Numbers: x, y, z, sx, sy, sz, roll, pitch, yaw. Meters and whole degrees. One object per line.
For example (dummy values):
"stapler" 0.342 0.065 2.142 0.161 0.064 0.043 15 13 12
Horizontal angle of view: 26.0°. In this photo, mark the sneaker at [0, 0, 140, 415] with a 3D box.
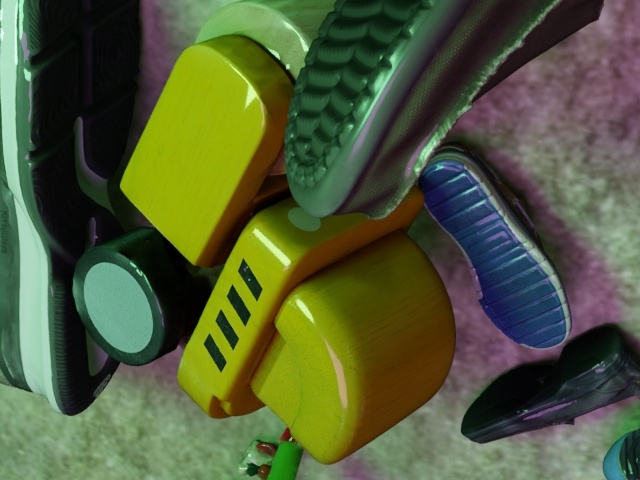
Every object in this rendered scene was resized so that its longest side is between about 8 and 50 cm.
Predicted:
"sneaker" -0.289 -0.077 1.086 0.257 0.169 0.447 15 122 16

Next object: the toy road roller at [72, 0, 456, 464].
"toy road roller" 0.000 0.000 0.983 0.240 0.202 0.329 42 130 18

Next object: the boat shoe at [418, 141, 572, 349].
"boat shoe" 0.143 0.000 1.072 0.066 0.066 0.183 -22 111 27

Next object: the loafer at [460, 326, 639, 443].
"loafer" 0.194 0.136 1.164 0.170 0.062 0.061 -30 117 34

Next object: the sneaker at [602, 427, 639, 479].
"sneaker" 0.343 0.197 1.169 0.209 0.069 0.082 6 160 2

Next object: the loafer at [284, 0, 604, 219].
"loafer" 0.116 -0.152 0.807 0.130 0.134 0.366 34 93 -24

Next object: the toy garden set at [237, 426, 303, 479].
"toy garden set" -0.094 0.262 1.269 0.049 0.204 0.244 30 119 -6
